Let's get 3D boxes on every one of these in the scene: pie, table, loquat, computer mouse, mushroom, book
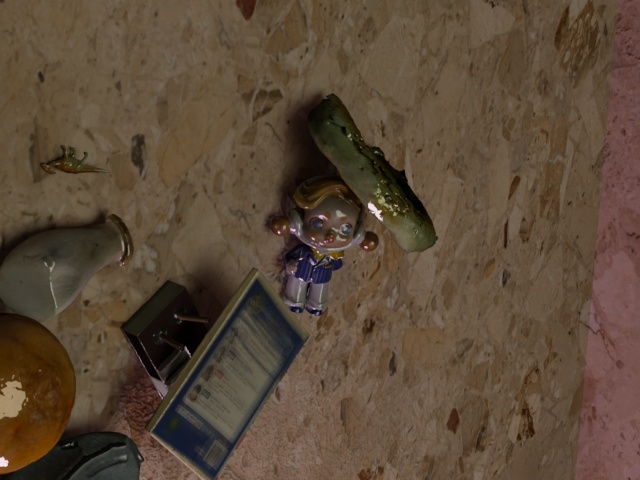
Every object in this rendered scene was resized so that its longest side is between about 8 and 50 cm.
[{"bbox_3d":[0.105,-0.111,2.041,0.078,0.296,0.371,-35,144,13],"label":"pie"},{"bbox_3d":[-0.217,0.203,1.875,0.121,0.111,0.240,-48,137,-28],"label":"table"},{"bbox_3d":[-0.445,0.208,1.523,0.238,0.193,0.238,-14,118,-28],"label":"loquat"},{"bbox_3d":[-0.428,0.427,1.707,0.374,0.114,0.203,-35,128,-48],"label":"computer mouse"},{"bbox_3d":[-0.374,0.027,1.634,0.225,0.093,0.116,-46,115,-51],"label":"mushroom"},{"bbox_3d":[-0.148,0.233,1.866,0.322,0.018,0.228,-56,142,-20],"label":"book"}]

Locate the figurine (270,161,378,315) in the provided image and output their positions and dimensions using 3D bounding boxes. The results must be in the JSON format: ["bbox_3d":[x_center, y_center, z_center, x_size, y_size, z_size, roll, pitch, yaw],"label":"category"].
[{"bbox_3d":[0.009,0.005,2.061,0.193,0.133,0.274,-10,117,-3],"label":"figurine"}]

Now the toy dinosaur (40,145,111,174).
[{"bbox_3d":[-0.358,-0.117,1.634,0.113,0.026,0.041,-4,114,-41],"label":"toy dinosaur"}]
